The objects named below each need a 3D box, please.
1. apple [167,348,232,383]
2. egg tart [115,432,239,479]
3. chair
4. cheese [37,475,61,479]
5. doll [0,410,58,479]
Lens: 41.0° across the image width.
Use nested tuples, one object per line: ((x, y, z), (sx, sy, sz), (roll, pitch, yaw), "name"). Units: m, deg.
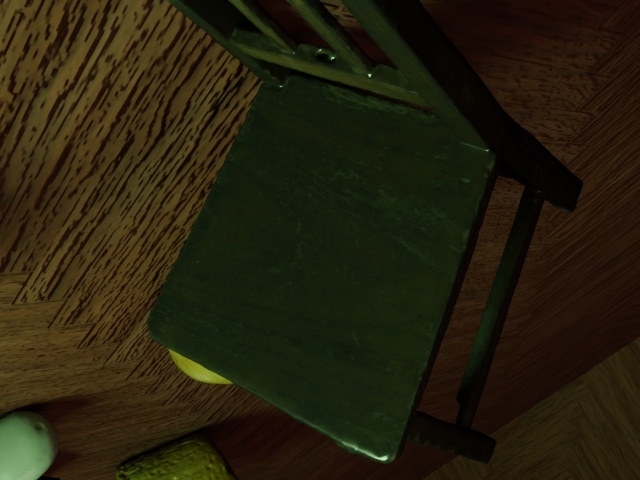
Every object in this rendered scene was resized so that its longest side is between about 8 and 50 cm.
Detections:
((-0.076, 0.073, 0.781), (0.146, 0.146, 0.146), (-22, 156, -10), "apple")
((-0.190, 0.383, 1.250), (0.147, 0.202, 0.202), (-29, 158, -17), "egg tart")
((0.000, 0.000, 0.537), (0.416, 0.203, 0.240), (21, 92, -59), "chair")
((-0.444, 0.354, 1.072), (0.250, 0.064, 0.156), (-27, 156, 2), "cheese")
((-0.463, 0.349, 0.834), (0.376, 0.187, 0.365), (-66, 164, 12), "doll")
